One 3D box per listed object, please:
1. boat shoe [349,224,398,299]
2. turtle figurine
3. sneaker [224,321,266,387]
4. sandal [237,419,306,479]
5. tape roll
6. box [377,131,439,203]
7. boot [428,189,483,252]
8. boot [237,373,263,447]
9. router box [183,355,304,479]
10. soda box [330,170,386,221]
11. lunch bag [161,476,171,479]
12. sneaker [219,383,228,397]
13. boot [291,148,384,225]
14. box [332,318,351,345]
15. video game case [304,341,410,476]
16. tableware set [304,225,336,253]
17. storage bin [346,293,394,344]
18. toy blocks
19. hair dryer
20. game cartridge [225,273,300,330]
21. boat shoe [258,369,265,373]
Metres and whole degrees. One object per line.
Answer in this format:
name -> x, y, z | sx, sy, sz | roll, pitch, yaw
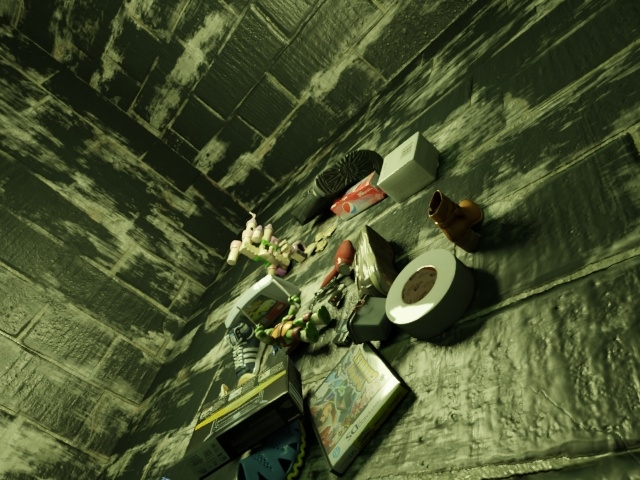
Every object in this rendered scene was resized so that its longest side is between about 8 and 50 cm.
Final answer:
boat shoe -> 0.145, 0.070, 1.379 | 0.130, 0.132, 0.355 | -44, 18, 21
turtle figurine -> -0.122, 0.256, 1.498 | 0.267, 0.198, 0.274 | -13, 81, 37
sneaker -> -0.305, 0.437, 1.715 | 0.099, 0.153, 0.282 | -40, 21, 33
sandal -> -0.141, 0.569, 1.094 | 0.126, 0.138, 0.317 | -34, 23, 48
tape roll -> 0.260, 0.127, 1.083 | 0.219, 0.072, 0.219 | -44, 20, 21
box -> 0.319, -0.261, 1.620 | 0.182, 0.119, 0.180 | -36, 24, 41
boot -> 0.342, -0.078, 1.150 | 0.073, 0.152, 0.197 | -39, 22, 35
boot -> -0.217, 0.532, 1.410 | 0.262, 0.095, 0.203 | -13, 40, 47
router box -> -0.196, 0.464, 1.212 | 0.309, 0.080, 0.243 | -32, 8, 1
soda box -> 0.163, -0.180, 1.881 | 0.263, 0.092, 0.083 | -31, 23, 49
lunch bag -> -0.474, 0.835, 1.387 | 0.096, 0.129, 0.151 | -29, 26, 47
sneaker -> -0.389, 0.606, 1.788 | 0.037, 0.032, 0.083 | -50, 17, 5
boot -> 0.071, -0.242, 2.152 | 0.367, 0.146, 0.445 | -25, -10, -21
box -> 0.074, 0.272, 1.337 | 0.067, 0.018, 0.083 | -20, 35, 59
video game case -> 0.075, 0.382, 1.093 | 0.248, 0.035, 0.275 | -51, 18, 0
tableware set -> 0.000, 0.000, 2.036 | 0.141, 0.020, 0.168 | -16, 33, 53
storage bin -> 0.140, 0.199, 1.167 | 0.091, 0.098, 0.135 | -8, 29, 36
toy blocks -> -0.245, 0.007, 2.188 | 0.309, 0.289, 0.259 | -41, 25, 38
hair dryer -> 0.046, 0.111, 1.622 | 0.293, 0.080, 0.224 | -59, 19, -24
game cartridge -> -0.244, 0.270, 1.833 | 0.294, 0.196, 0.060 | -47, 42, 14
boat shoe -> -0.213, 0.494, 1.590 | 0.100, 0.035, 0.035 | -39, 48, 23
